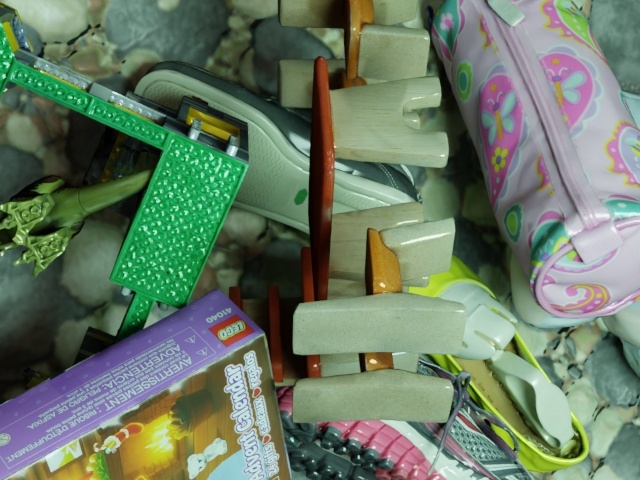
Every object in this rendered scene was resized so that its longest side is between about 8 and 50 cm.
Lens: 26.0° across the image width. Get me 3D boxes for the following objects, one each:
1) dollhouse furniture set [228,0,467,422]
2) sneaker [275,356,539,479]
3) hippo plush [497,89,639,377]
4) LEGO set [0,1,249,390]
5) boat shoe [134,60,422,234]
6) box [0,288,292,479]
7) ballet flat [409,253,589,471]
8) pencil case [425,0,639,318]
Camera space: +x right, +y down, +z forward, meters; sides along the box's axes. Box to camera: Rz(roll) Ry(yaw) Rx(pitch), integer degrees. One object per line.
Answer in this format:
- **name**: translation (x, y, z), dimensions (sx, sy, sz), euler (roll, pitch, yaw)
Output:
- **dollhouse furniture set**: translation (0.000, 0.000, 0.872), dimensions (0.135, 0.259, 0.262), euler (-2, 53, -3)
- **sneaker**: translation (0.098, 0.157, 1.040), dimensions (0.299, 0.121, 0.112), euler (35, 57, -25)
- **hippo plush**: translation (0.291, -0.006, 1.121), dimensions (0.294, 0.234, 0.236), euler (-48, 140, -4)
- **LEGO set**: translation (-0.182, 0.003, 0.884), dimensions (0.254, 0.192, 0.331), euler (15, 102, -6)
- **boat shoe**: translation (-0.029, -0.066, 1.014), dimensions (0.233, 0.084, 0.079), euler (27, 39, -17)
- **box**: translation (-0.108, 0.194, 0.834), dimensions (0.201, 0.057, 0.293), euler (-28, 132, -23)
- **ballet flat**: translation (0.137, 0.090, 1.080), dimensions (0.077, 0.077, 0.231), euler (-42, 106, -19)
- **pencil case**: translation (0.165, -0.083, 1.005), dimensions (0.124, 0.124, 0.284), euler (5, 51, -26)
